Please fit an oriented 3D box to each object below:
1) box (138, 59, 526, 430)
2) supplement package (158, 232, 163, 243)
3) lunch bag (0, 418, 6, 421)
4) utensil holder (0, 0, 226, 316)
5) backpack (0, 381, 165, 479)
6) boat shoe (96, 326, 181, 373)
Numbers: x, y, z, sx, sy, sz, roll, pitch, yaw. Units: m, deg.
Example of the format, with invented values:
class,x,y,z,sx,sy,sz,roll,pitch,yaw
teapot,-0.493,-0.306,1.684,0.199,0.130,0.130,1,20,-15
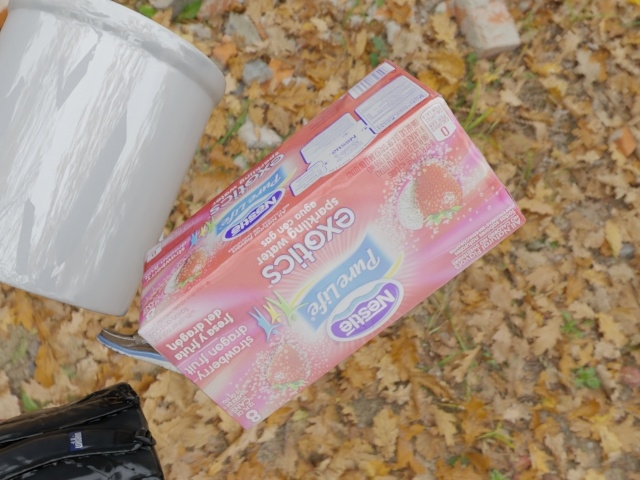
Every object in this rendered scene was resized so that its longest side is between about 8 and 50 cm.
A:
class,x,y,z,sx,sy,sz,roll,pitch,yaw
box,0.000,0.000,0.635,0.300,0.154,0.142,-38,115,6
supplement package,-0.386,-0.010,1.350,0.105,0.179,0.105,27,38,-38
lunch bag,-0.699,0.459,1.384,0.293,0.258,0.120,20,25,-44
utensil holder,-0.359,-0.119,1.056,0.328,0.327,0.385,22,83,-8
backpack,-0.448,0.389,1.110,0.356,0.290,0.273,0,114,-30
boat shoe,-0.296,0.178,1.265,0.183,0.066,0.066,19,85,-4
